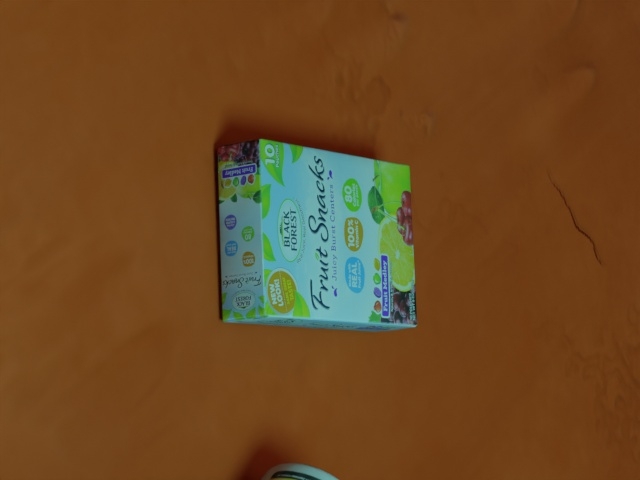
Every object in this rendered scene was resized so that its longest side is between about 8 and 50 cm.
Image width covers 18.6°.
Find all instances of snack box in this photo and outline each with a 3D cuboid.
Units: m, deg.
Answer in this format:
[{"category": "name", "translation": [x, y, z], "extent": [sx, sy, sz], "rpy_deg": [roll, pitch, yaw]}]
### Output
[{"category": "snack box", "translation": [0.000, 0.000, 1.125], "extent": [0.141, 0.037, 0.100], "rpy_deg": [7, 77, -51]}]

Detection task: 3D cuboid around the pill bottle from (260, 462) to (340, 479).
[{"category": "pill bottle", "translation": [-0.026, 0.180, 1.038], "extent": [0.065, 0.065, 0.116], "rpy_deg": [57, 45, -28]}]
